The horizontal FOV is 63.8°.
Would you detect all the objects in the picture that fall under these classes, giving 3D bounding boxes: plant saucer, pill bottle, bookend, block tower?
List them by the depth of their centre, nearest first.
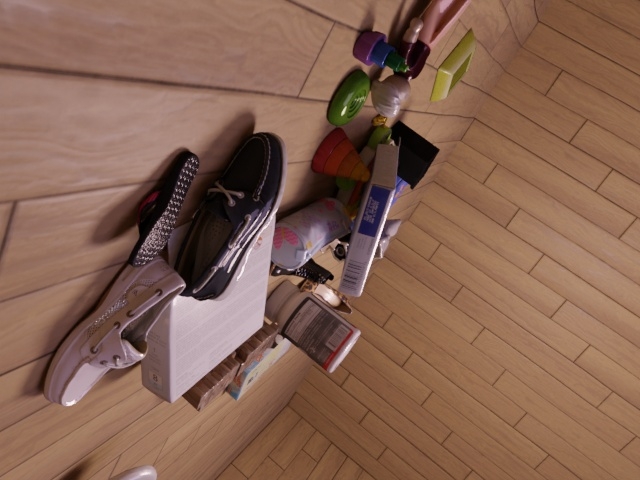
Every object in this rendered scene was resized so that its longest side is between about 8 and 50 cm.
[{"bbox_3d":[-0.254,0.328,1.424,0.335,0.097,0.091,-35,157,-50],"label":"block tower"},{"bbox_3d":[-0.032,0.262,1.596,0.161,0.283,0.161,-50,166,-17],"label":"pill bottle"},{"bbox_3d":[0.268,-0.264,1.607,0.072,0.156,0.157,-47,169,-24],"label":"bookend"},{"bbox_3d":[0.443,-0.561,1.684,0.188,0.045,0.188,-51,166,-12],"label":"plant saucer"}]

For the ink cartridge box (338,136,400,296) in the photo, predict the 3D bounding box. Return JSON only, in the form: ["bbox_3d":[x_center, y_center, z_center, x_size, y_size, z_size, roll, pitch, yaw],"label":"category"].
[{"bbox_3d":[0.131,-0.076,1.353,0.330,0.071,0.324,-74,178,-57],"label":"ink cartridge box"}]

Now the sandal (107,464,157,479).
[{"bbox_3d":[-0.558,0.615,1.115,0.416,0.102,0.169,-37,147,-15],"label":"sandal"}]

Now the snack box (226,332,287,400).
[{"bbox_3d":[-0.206,0.426,1.893,0.322,0.060,0.187,-39,160,-47],"label":"snack box"}]

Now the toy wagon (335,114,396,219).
[{"bbox_3d":[0.132,-0.202,1.470,0.267,0.068,0.344,-41,162,-43],"label":"toy wagon"}]

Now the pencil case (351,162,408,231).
[{"bbox_3d":[0.197,-0.144,1.704,0.306,0.133,0.119,-52,127,-13],"label":"pencil case"}]

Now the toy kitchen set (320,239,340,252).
[{"bbox_3d":[0.000,0.000,1.604,0.068,0.075,0.083,-53,127,-17],"label":"toy kitchen set"}]

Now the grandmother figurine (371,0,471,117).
[{"bbox_3d":[0.222,-0.434,1.145,0.342,0.104,0.207,-60,157,12],"label":"grandmother figurine"}]

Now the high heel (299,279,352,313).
[{"bbox_3d":[0.025,0.212,1.872,0.093,0.186,0.261,-55,167,7],"label":"high heel"}]

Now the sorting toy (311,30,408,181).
[{"bbox_3d":[0.093,-0.254,1.092,0.127,0.126,0.366,-42,163,-40],"label":"sorting toy"}]

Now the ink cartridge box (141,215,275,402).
[{"bbox_3d":[-0.222,0.087,1.034,0.308,0.091,0.385,-36,141,-51],"label":"ink cartridge box"}]

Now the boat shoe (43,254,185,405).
[{"bbox_3d":[-0.310,0.152,0.784,0.277,0.096,0.098,-54,167,2],"label":"boat shoe"}]

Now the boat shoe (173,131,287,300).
[{"bbox_3d":[-0.148,-0.039,0.829,0.091,0.114,0.303,12,100,-56],"label":"boat shoe"}]

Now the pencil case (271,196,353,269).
[{"bbox_3d":[-0.024,-0.021,1.274,0.273,0.124,0.114,-31,155,-56],"label":"pencil case"}]

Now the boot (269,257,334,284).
[{"bbox_3d":[-0.050,0.083,1.411,0.198,0.137,0.077,-29,151,-59],"label":"boot"}]

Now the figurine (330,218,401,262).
[{"bbox_3d":[0.171,-0.016,1.831,0.209,0.214,0.092,-47,123,-51],"label":"figurine"}]

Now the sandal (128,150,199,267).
[{"bbox_3d":[-0.227,-0.046,0.725,0.067,0.040,0.179,77,36,-80],"label":"sandal"}]
